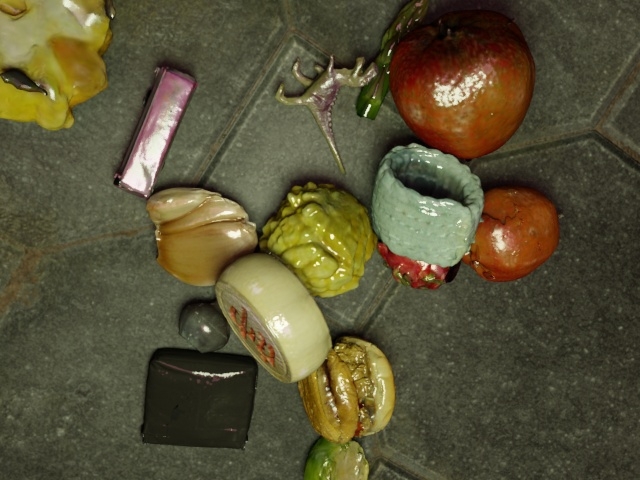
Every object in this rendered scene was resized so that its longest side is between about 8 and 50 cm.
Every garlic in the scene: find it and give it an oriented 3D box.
[{"bbox_3d":[-0.242,-0.011,1.416,0.227,0.110,0.217,0,111,3],"label":"garlic"}]

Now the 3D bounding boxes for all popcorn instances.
[{"bbox_3d":[-0.009,0.001,1.384,0.225,0.249,0.249,-30,104,33],"label":"popcorn"},{"bbox_3d":[-0.538,-0.353,1.255,0.315,0.280,0.298,-26,102,-38],"label":"popcorn"}]

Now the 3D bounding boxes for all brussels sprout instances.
[{"bbox_3d":[0.028,0.529,1.531,0.151,0.122,0.149,-37,113,-36],"label":"brussels sprout"}]

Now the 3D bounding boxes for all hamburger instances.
[{"bbox_3d":[0.051,0.322,1.450,0.162,0.244,0.245,-15,101,-21],"label":"hamburger"}]

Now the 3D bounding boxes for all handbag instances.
[{"bbox_3d":[-0.270,0.361,1.481,0.246,0.080,0.223,7,98,-8],"label":"handbag"}]

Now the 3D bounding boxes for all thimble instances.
[{"bbox_3d":[0.214,-0.073,1.330,0.204,0.250,0.172,-19,140,-26],"label":"thimble"}]

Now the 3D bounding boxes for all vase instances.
[{"bbox_3d":[-0.223,0.153,1.445,0.120,0.120,0.183,42,76,-12],"label":"vase"}]

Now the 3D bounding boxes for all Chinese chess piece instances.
[{"bbox_3d":[-0.094,0.151,1.313,0.112,0.270,0.270,-35,103,-23],"label":"Chinese chess piece"}]

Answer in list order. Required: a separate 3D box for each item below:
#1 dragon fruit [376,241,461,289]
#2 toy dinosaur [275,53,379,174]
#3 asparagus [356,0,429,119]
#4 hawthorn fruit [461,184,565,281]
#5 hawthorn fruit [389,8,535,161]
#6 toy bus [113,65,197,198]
[{"bbox_3d":[0.211,0.023,1.456,0.171,0.160,0.167,22,137,-7],"label":"dragon fruit"},{"bbox_3d":[0.007,-0.286,1.412,0.199,0.072,0.251,24,108,1],"label":"toy dinosaur"},{"bbox_3d":[0.154,-0.395,1.418,0.080,0.080,0.287,24,107,-11],"label":"asparagus"},{"bbox_3d":[0.434,-0.027,1.461,0.299,0.211,0.211,-16,101,-23],"label":"hawthorn fruit"},{"bbox_3d":[0.290,-0.288,1.357,0.284,0.285,0.369,-25,144,-3],"label":"hawthorn fruit"},{"bbox_3d":[-0.342,-0.219,1.367,0.090,0.112,0.274,21,95,-18],"label":"toy bus"}]
